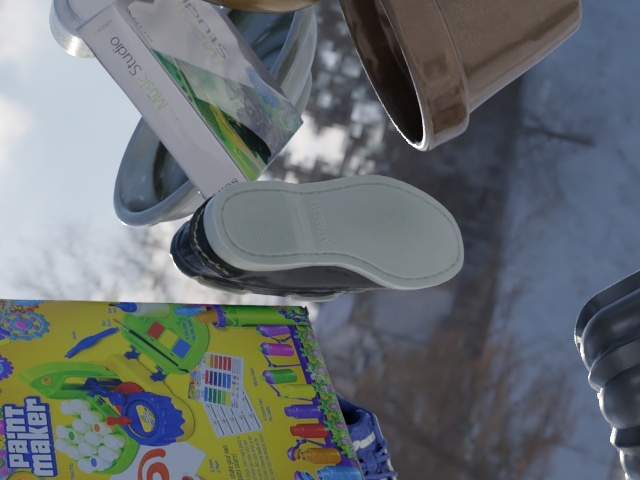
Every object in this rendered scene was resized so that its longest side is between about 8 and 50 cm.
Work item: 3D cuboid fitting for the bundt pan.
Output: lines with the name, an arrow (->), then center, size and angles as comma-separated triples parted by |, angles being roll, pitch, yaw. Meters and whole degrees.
bundt pan -> 0.402, 0.196, 2.112 | 0.331, 0.124, 0.331 | -21, -90, -81

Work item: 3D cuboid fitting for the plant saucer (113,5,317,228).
plant saucer -> -0.114, -0.168, 2.259 | 0.400, 0.100, 0.400 | -44, 25, 27

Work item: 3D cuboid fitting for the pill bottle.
pill bottle -> -0.334, -0.339, 2.539 | 0.215, 0.117, 0.117 | 159, 128, -78

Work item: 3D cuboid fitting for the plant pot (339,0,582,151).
plant pot -> 0.166, -0.263, 1.976 | 0.263, 0.229, 0.263 | 157, 90, -84

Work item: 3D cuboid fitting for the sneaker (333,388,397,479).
sneaker -> 0.027, 0.245, 1.791 | 0.112, 0.296, 0.131 | -35, -12, -44

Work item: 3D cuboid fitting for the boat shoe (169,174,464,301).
boat shoe -> 0.000, 0.000, 1.616 | 0.091, 0.302, 0.114 | -29, 61, 47

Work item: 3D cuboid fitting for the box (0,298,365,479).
box -> -0.130, 0.196, 1.372 | 0.290, 0.279, 0.177 | -110, 27, -55

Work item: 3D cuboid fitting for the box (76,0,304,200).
box -> -0.130, -0.173, 1.871 | 0.058, 0.232, 0.322 | -35, 8, 18

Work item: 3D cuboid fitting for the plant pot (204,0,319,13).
plant pot -> -0.102, -0.286, 1.777 | 0.236, 0.236, 0.032 | -52, -16, -64
